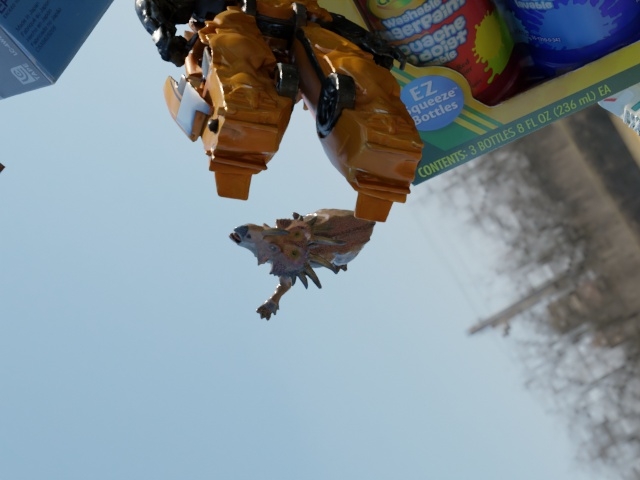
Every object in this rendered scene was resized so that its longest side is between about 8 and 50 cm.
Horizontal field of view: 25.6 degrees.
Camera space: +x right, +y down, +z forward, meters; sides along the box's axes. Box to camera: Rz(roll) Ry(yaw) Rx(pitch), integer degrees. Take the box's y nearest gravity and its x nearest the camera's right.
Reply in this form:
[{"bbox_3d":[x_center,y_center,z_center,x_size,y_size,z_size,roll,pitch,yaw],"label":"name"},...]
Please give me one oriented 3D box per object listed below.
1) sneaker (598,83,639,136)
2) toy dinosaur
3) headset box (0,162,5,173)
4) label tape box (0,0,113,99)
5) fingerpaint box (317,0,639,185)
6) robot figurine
[{"bbox_3d":[0.404,-0.146,1.725,0.161,0.075,0.057,21,157,24],"label":"sneaker"},{"bbox_3d":[0.000,0.000,2.003,0.127,0.296,0.200,61,148,3],"label":"toy dinosaur"},{"bbox_3d":[-0.427,-0.069,1.739,0.032,0.062,0.083,40,-163,-9],"label":"headset box"},{"bbox_3d":[-0.358,-0.263,1.521,0.115,0.348,0.249,49,-126,-32],"label":"label tape box"},{"bbox_3d":[0.199,-0.303,1.276,0.371,0.445,0.163,58,-168,-39],"label":"fingerpaint box"},{"bbox_3d":[-0.033,-0.118,1.047,0.211,0.085,0.291,9,-156,-17],"label":"robot figurine"}]
